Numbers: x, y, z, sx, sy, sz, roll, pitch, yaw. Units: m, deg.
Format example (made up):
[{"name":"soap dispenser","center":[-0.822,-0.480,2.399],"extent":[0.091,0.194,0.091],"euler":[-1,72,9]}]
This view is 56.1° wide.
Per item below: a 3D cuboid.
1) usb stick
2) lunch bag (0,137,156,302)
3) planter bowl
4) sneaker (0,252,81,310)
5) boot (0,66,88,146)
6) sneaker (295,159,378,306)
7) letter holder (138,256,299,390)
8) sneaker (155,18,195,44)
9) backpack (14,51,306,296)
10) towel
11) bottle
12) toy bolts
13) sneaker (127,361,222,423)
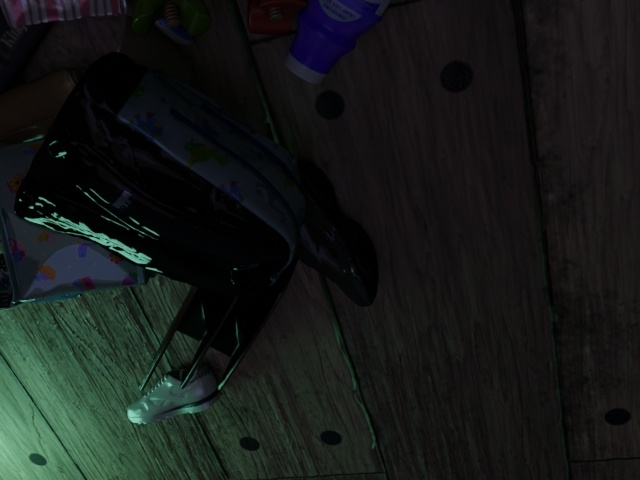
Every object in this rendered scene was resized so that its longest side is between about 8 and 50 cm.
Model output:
[{"name":"usb stick","center":[-0.470,-0.342,0.944],"extent":[0.077,0.045,0.278],"euler":[43,118,-17]},{"name":"lunch bag","center":[-0.404,-0.046,0.997],"extent":[0.224,0.160,0.262],"euler":[-8,94,-7]},{"name":"planter bowl","center":[-0.261,-0.243,0.914],"extent":[0.109,0.162,0.162],"euler":[14,125,-24]},{"name":"sneaker","center":[-0.466,0.043,1.141],"extent":[0.330,0.147,0.129],"euler":[-12,90,-1]},{"name":"boot","center":[-0.493,-0.226,0.952],"extent":[0.270,0.089,0.236],"euler":[-11,161,18]},{"name":"sneaker","center":[0.000,0.000,1.046],"extent":[0.130,0.109,0.286],"euler":[-26,104,30]},{"name":"letter holder","center":[-0.188,0.152,1.092],"extent":[0.152,0.214,0.301],"euler":[29,121,-8]},{"name":"sneaker","center":[-0.218,-0.368,0.876],"extent":[0.085,0.058,0.152],"euler":[-25,107,32]},{"name":"backpack","center":[-0.187,-0.066,0.851],"extent":[0.356,0.273,0.290],"euler":[37,128,-12]},{"name":"towel","center":[-0.386,-0.386,0.860],"extent":[0.197,0.029,0.144],"euler":[-4,125,7]},{"name":"bottle","center":[0.043,-0.350,0.821],"extent":[0.118,0.092,0.282],"euler":[33,121,-5]},{"name":"toy bolts","center":[-0.125,-0.371,0.764],"extent":[0.229,0.218,0.158],"euler":[-7,86,-25]},{"name":"sneaker","center":[-0.329,0.331,1.314],"extent":[0.235,0.090,0.094],"euler":[-20,103,16]}]
